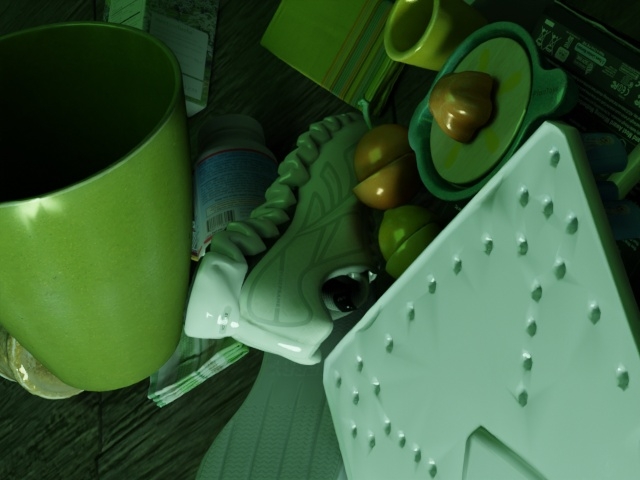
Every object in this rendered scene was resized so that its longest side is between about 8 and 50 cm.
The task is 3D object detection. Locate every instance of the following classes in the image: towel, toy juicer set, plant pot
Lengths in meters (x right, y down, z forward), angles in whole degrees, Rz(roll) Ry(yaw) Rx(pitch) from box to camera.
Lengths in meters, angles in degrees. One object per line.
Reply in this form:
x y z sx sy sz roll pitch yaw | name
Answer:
-0.123 0.087 1.691 0.152 0.023 0.113 -35 48 41 | towel
0.102 -0.056 1.220 0.209 0.089 0.329 -63 31 10 | toy juicer set
-0.229 -0.009 1.607 0.275 0.293 0.274 -8 40 7 | plant pot
0.018 -0.198 1.638 0.102 0.021 0.237 -60 34 6 | towel

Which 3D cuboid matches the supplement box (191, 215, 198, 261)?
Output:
-0.155 -0.013 1.758 0.083 0.055 0.043 21 91 56 | supplement box

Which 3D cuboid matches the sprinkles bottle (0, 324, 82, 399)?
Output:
-0.366 0.087 1.951 0.355 0.121 0.121 15 86 56 | sprinkles bottle

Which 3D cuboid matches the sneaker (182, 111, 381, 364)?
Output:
0.000 0.000 1.362 0.292 0.118 0.110 -55 -17 -48 | sneaker

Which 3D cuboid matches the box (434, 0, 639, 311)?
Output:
0.211 0.044 1.173 0.318 0.097 0.395 -62 34 11 | box

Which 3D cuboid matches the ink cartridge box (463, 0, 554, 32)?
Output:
0.156 -0.270 1.425 0.127 0.072 0.175 -46 41 32 | ink cartridge box

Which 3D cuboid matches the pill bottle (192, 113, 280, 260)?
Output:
-0.079 -0.040 1.634 0.087 0.087 0.160 -40 44 38 | pill bottle

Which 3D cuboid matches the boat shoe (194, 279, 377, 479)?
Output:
-0.007 0.163 1.365 0.121 0.119 0.335 3 50 23 | boat shoe

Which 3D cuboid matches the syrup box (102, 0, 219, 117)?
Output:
-0.175 -0.252 1.869 0.096 0.093 0.236 -22 57 49 | syrup box

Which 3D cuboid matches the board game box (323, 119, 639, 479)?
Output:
0.135 0.182 1.078 0.390 0.050 0.390 129 131 -55 | board game box
